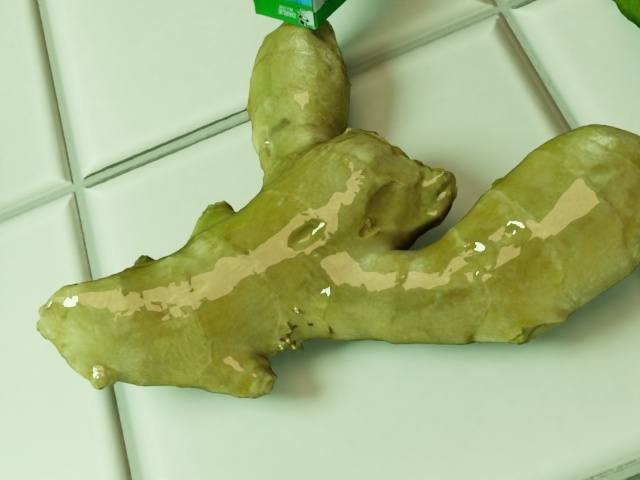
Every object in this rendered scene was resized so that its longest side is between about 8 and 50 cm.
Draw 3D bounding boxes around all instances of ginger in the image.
[{"bbox_3d":[0.014,0.014,0.686,0.363,0.122,0.348,31,75,23],"label":"ginger"}]

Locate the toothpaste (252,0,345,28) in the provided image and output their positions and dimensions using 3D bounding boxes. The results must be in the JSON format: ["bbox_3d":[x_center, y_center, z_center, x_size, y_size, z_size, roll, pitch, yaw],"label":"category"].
[{"bbox_3d":[0.039,-0.275,0.828,0.065,0.050,0.266,22,52,25],"label":"toothpaste"}]

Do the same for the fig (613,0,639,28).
[{"bbox_3d":[0.304,-0.178,0.696,0.235,0.203,0.203,-13,46,58],"label":"fig"}]
